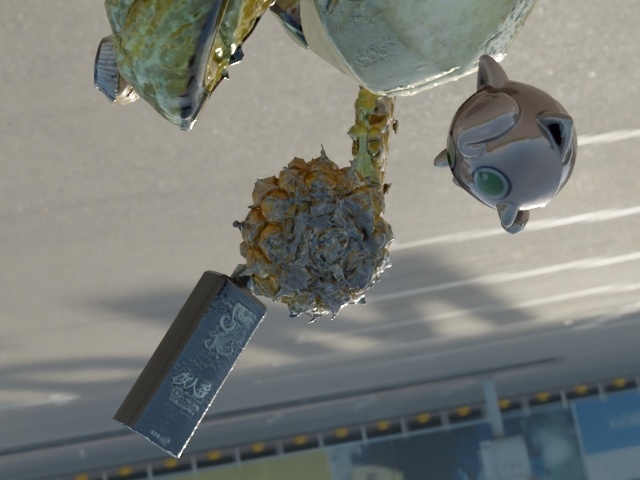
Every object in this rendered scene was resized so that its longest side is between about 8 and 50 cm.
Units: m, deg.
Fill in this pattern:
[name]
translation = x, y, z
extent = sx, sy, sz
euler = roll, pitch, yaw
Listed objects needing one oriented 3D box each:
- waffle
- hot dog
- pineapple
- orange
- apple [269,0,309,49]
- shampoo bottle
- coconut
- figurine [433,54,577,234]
[waffle]
translation = 0.088, -0.166, 1.954
extent = 0.068, 0.325, 0.302
euler = 8, -160, 6
[hot dog]
translation = -0.324, -0.284, 1.912
extent = 0.069, 0.131, 0.253
euler = 6, -171, -4
[pineapple]
translation = 0.000, 0.000, 1.435
extent = 0.224, 0.225, 0.076
euler = -7, -172, -14
[orange]
translation = -0.176, -0.353, 1.636
extent = 0.210, 0.369, 0.271
euler = 31, 153, 0
[apple]
translation = -0.002, -0.473, 2.342
extent = 0.207, 0.174, 0.188
euler = 2, -154, -5
[shampoo bottle]
translation = -0.153, 0.132, 1.574
extent = 0.098, 0.309, 0.071
euler = 39, 163, -29
[coconut]
translation = 0.120, -0.367, 1.665
extent = 0.352, 0.353, 0.352
euler = -10, 169, -2
[figurine]
translation = 0.168, -0.084, 1.055
extent = 0.125, 0.125, 0.138
euler = -7, 136, -14
